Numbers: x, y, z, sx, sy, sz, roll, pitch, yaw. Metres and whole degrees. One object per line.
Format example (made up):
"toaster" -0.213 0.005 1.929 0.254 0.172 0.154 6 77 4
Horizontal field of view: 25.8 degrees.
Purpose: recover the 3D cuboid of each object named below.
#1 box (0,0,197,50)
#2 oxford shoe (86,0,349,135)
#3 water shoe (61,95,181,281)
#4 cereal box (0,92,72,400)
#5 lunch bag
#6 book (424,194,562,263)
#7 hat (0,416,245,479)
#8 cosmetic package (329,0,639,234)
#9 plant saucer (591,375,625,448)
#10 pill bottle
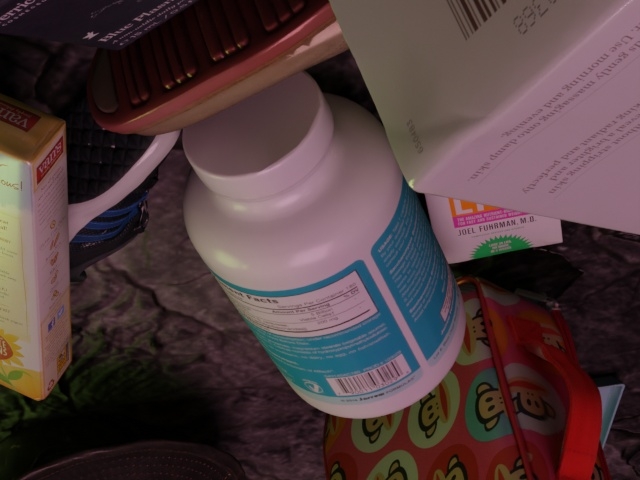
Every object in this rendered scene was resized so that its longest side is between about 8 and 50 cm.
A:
"box" -0.096 -0.174 0.696 0.156 0.093 0.158 -29 173 19
"oxford shoe" 0.025 -0.143 0.801 0.348 0.123 0.130 -27 143 19
"water shoe" -0.146 -0.038 0.935 0.080 0.073 0.203 1 148 -48
"cereal box" -0.242 -0.011 0.882 0.173 0.047 0.240 23 139 10
"lunch bag" 0.119 0.175 1.070 0.120 0.293 0.258 21 131 -28
"book" 0.123 -0.041 1.019 0.096 0.035 0.144 -12 142 6
"hat" -0.230 0.238 1.177 0.331 0.134 0.331 -22 143 -18
"cosmetic package" 0.220 -0.115 0.720 0.385 0.156 0.217 9 141 -43
"plant saucer" 0.239 0.189 1.331 0.067 0.018 0.192 -6 139 -7
"pill bottle" 0.000 0.000 0.942 0.146 0.146 0.264 -19 140 8
